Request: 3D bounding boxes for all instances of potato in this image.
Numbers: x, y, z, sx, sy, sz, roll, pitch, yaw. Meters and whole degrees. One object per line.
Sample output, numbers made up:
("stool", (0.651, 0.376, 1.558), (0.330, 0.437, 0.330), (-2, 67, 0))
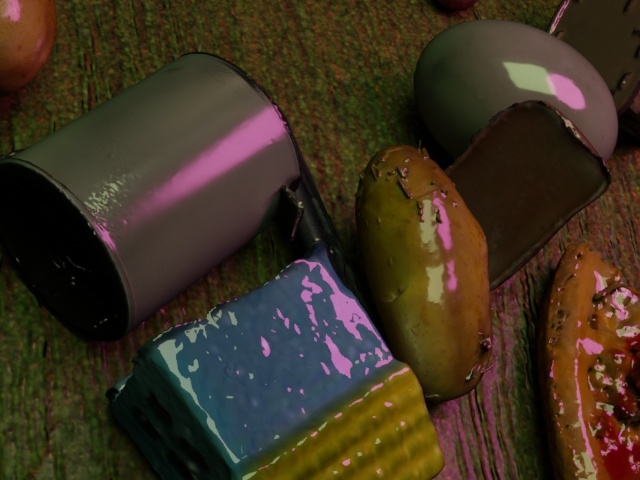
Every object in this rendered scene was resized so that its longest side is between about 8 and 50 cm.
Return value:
("potato", (0.122, 0.034, 1.209), (0.173, 0.140, 0.300), (5, 69, -60))

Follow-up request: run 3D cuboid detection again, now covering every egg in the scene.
("egg", (0.256, -0.177, 1.378), (0.282, 0.203, 0.203), (31, 54, 2))

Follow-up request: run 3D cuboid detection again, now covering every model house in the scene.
("model house", (-0.031, 0.188, 1.045), (0.237, 0.215, 0.303), (-30, 77, -33))
("model house", (0.474, -0.230, 1.555), (0.278, 0.218, 0.205), (29, 3, -40))

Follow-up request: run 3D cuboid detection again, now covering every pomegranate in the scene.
("pomegranate", (-0.403, -0.254, 1.184), (0.207, 0.207, 0.207), (9, 57, -15))

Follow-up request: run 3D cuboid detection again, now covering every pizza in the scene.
("pizza", (0.456, 0.207, 1.261), (0.405, 0.130, 0.440), (10, 57, -12))

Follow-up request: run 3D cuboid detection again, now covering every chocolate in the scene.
("chocolate", (0.229, -0.051, 1.285), (0.161, 0.261, 0.083), (55, 29, 14))

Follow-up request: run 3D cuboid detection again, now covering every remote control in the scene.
("remote control", (0.000, 0.000, 1.241), (0.044, 0.107, 0.378), (-28, 66, 11))

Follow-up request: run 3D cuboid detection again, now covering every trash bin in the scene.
("trash bin", (-0.185, -0.050, 1.126), (0.277, 0.217, 0.262), (38, 53, 17))

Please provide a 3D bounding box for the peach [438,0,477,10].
("peach", (0.206, -0.383, 1.565), (0.083, 0.083, 0.083), (9, 57, -15))
